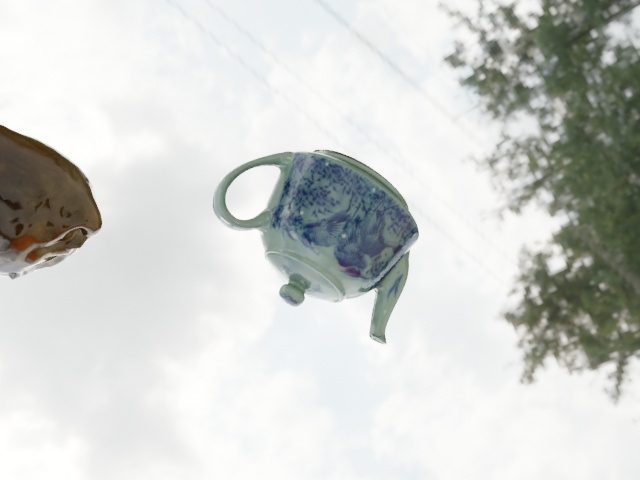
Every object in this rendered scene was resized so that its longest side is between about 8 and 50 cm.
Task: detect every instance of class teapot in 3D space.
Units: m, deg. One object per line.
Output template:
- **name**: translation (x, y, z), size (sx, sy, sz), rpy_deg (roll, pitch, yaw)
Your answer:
- **teapot**: translation (0.000, 0.000, 1.162), size (0.232, 0.159, 0.159), rpy_deg (37, -135, -14)

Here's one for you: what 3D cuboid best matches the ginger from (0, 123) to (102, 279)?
- **ginger**: translation (-0.371, -0.062, 0.801), size (0.418, 0.176, 0.254), rpy_deg (40, -102, 10)
